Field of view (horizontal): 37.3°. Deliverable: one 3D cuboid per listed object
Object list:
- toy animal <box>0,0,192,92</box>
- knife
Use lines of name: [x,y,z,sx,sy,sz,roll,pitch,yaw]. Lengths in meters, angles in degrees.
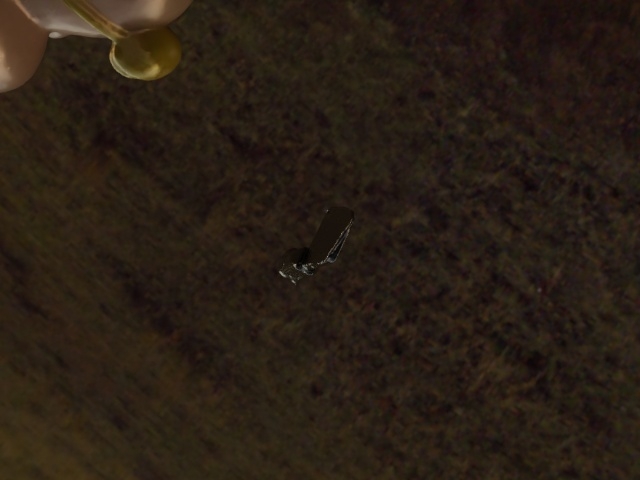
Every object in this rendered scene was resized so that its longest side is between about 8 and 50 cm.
toy animal: [-0.168,-0.177,0.582,0.149,0.248,0.165,87,167,-61]
knife: [0.000,0.000,0.749,0.028,0.060,0.230,23,171,-7]
